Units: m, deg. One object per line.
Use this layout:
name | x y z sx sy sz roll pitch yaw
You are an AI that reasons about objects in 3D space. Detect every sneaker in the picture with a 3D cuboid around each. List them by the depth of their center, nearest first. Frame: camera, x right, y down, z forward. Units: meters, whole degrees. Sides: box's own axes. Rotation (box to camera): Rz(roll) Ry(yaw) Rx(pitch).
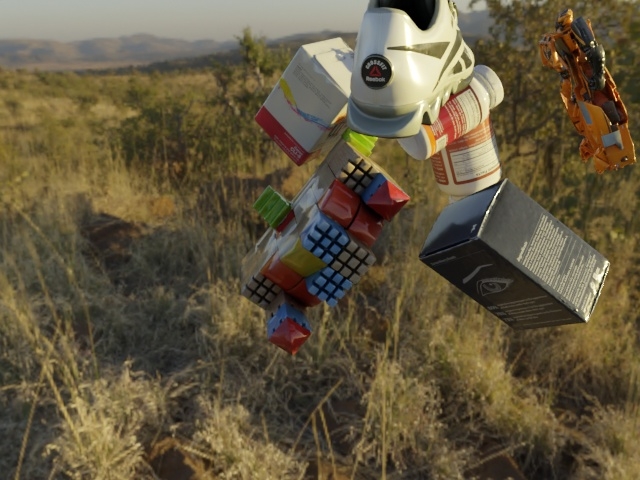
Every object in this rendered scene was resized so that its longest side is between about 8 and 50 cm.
sneaker | 0.117 -0.242 0.717 0.122 0.146 0.330 7 31 15

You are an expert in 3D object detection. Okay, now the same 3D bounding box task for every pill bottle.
pill bottle | 0.184 -0.188 0.889 0.152 0.086 0.086 -33 27 -11
pill bottle | 0.260 -0.159 1.118 0.121 0.216 0.121 -16 22 7

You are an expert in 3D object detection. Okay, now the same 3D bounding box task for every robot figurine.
robot figurine | 0.482 -0.274 1.122 0.085 0.291 0.211 -24 13 15

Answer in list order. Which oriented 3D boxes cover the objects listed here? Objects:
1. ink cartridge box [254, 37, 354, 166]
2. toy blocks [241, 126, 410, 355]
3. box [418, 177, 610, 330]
ink cartridge box | -0.002 -0.248 1.095 0.127 0.176 0.128 48 41 7
toy blocks | 0.000 0.000 0.967 0.191 0.381 0.261 36 11 -17
box | 0.276 0.028 0.891 0.108 0.207 0.153 -58 13 -23
